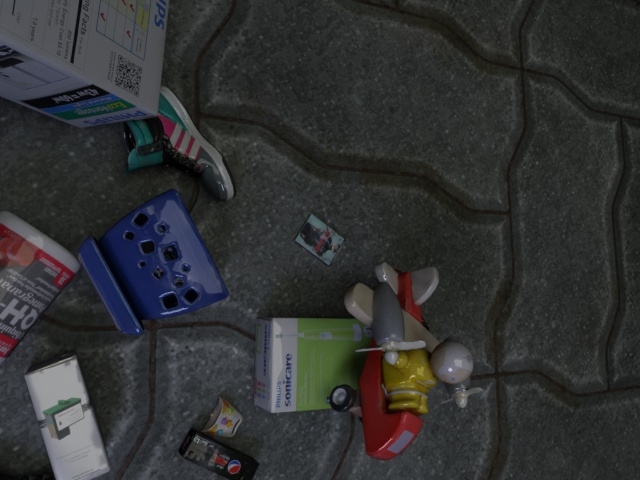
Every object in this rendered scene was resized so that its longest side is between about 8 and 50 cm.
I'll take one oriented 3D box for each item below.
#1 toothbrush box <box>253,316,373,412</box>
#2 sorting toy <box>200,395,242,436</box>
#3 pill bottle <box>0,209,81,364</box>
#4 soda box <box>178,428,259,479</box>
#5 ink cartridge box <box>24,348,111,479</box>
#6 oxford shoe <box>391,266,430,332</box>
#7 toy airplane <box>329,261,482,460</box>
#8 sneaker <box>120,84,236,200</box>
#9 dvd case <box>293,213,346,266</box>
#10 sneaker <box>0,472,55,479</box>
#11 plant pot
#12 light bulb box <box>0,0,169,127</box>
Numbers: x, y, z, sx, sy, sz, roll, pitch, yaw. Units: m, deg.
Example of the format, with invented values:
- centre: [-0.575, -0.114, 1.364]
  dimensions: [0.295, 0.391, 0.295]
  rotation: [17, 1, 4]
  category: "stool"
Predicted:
- centre: [-0.004, 0.285, 1.243]
  dimensions: [0.284, 0.122, 0.206]
  rotation: [4, 82, -27]
  category: "toothbrush box"
- centre: [-0.212, 0.407, 1.179]
  dimensions: [0.075, 0.045, 0.083]
  rotation: [42, 67, -37]
  category: "sorting toy"
- centre: [-0.604, 0.117, 0.940]
  dimensions: [0.176, 0.176, 0.318]
  rotation: [39, 70, -17]
  category: "pill bottle"
- centre: [-0.222, 0.478, 1.152]
  dimensions: [0.169, 0.053, 0.060]
  rotation: [34, 71, -18]
  category: "soda box"
- centre: [-0.476, 0.328, 0.988]
  dimensions: [0.093, 0.160, 0.219]
  rotation: [-17, 91, -27]
  category: "ink cartridge box"
- centre: [0.240, 0.198, 1.385]
  dimensions: [0.097, 0.098, 0.271]
  rotation: [-19, 93, -27]
  category: "oxford shoe"
- centre: [0.207, 0.228, 1.133]
  dimensions: [0.386, 0.273, 0.383]
  rotation: [-22, 105, -46]
  category: "toy airplane"
- centre: [-0.329, -0.179, 1.137]
  dimensions: [0.178, 0.124, 0.295]
  rotation: [-38, 93, -30]
  category: "sneaker"
- centre: [0.000, 0.000, 1.340]
  dimensions: [0.119, 0.013, 0.087]
  rotation: [38, 69, -18]
  category: "dvd case"
- centre: [-0.591, 0.453, 0.960]
  dimensions: [0.296, 0.104, 0.147]
  rotation: [45, 21, 12]
  category: "sneaker"
- centre: [-0.342, 0.054, 1.053]
  dimensions: [0.212, 0.236, 0.235]
  rotation: [-29, 97, -19]
  category: "plant pot"
- centre: [-0.485, -0.437, 0.949]
  dimensions: [0.361, 0.226, 0.357]
  rotation: [20, 71, -63]
  category: "light bulb box"
